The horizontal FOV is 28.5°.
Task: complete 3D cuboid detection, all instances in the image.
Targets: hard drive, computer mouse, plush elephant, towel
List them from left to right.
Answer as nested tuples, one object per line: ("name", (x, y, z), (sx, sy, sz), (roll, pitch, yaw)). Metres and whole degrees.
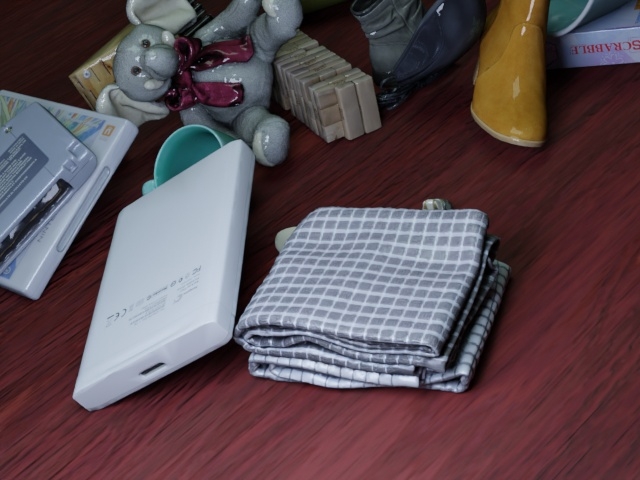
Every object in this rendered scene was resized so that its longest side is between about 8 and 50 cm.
("hard drive", (-0.196, 0.038, 1.635), (0.233, 0.047, 0.353), (-29, 34, 25))
("plush elephant", (-0.206, -0.269, 1.971), (0.255, 0.271, 0.330), (7, 3, -26))
("towel", (0.066, 0.065, 1.507), (0.284, 0.121, 0.235), (2, 39, 26))
("computer mouse", (0.187, -0.292, 1.911), (0.188, 0.272, 0.072), (-39, 80, -28))

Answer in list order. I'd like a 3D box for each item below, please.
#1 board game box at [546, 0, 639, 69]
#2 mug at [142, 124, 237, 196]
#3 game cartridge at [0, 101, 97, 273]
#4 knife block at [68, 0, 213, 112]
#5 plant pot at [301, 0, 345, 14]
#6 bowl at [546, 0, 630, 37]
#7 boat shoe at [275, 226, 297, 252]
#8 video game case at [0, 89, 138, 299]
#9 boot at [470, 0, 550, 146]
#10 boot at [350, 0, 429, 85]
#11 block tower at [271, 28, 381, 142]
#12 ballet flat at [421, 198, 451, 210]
("board game box", (0.502, -0.388, 2.013), (0.318, 0.066, 0.318), (-1, 38, 24))
("mug", (-0.173, -0.099, 1.845), (0.158, 0.097, 0.129), (17, 90, 35))
("game cartridge", (-0.477, -0.060, 1.861), (0.297, 0.062, 0.198), (-48, 43, -2))
("knife block", (-0.324, -0.358, 2.314), (0.276, 0.088, 0.242), (-33, 20, 0))
("plant pot", (0.014, -0.548, 2.326), (0.293, 0.274, 0.275), (-36, 35, 0))
("bowl", (0.405, -0.467, 1.885), (0.163, 0.311, 0.311), (-8, 30, -20))
("boat shoe", (0.000, 0.002, 1.701), (0.133, 0.048, 0.042), (-3, 8, 32))
("video game case", (-0.463, -0.080, 1.924), (0.329, 0.036, 0.300), (16, 71, 40))
("boot", (0.288, -0.280, 1.813), (0.104, 0.211, 0.295), (9, 30, -10))
("boot", (0.162, -0.375, 2.062), (0.246, 0.161, 0.083), (-37, 39, -27))
("block tower", (-0.026, -0.265, 2.045), (0.091, 0.097, 0.335), (-23, 32, -18))
("ballet flat", (0.148, -0.032, 1.683), (0.041, 0.041, 0.114), (0, 37, 25))
